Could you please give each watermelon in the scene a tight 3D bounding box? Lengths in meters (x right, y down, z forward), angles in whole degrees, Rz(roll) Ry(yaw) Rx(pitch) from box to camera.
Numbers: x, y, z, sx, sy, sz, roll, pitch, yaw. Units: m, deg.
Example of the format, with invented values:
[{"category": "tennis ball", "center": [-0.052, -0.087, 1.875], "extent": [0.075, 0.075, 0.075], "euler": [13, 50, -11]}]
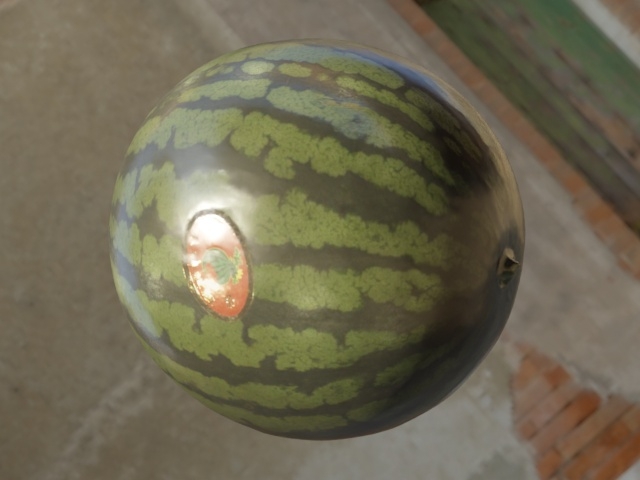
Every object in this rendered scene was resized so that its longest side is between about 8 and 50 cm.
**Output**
[{"category": "watermelon", "center": [0.000, 0.000, 0.682], "extent": [0.212, 0.212, 0.212], "euler": [-39, -13, -11]}]
